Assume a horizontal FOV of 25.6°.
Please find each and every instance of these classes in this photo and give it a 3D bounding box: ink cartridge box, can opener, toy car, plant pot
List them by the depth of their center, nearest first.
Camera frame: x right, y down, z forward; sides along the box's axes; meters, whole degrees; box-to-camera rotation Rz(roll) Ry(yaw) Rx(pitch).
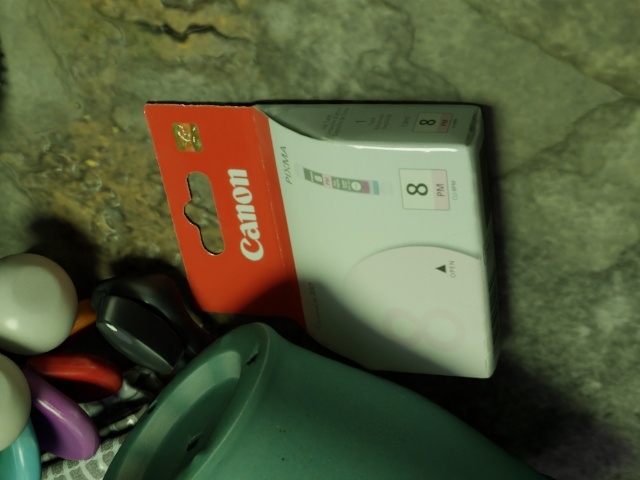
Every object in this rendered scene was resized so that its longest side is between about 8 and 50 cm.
[{"bbox_3d":[0.000,0.000,0.947,0.232,0.066,0.189,0,126,14],"label":"ink cartridge box"},{"bbox_3d":[-0.006,0.200,0.953,0.255,0.271,0.272,40,128,-16],"label":"plant pot"},{"bbox_3d":[-0.217,0.109,1.028,0.136,0.182,0.159,29,149,-14],"label":"toy car"},{"bbox_3d":[-0.095,0.087,1.046,0.059,0.073,0.186,-19,132,43],"label":"can opener"}]

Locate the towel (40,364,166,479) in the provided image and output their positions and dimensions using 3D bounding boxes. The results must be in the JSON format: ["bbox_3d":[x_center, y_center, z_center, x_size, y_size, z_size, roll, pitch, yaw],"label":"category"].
[{"bbox_3d":[-0.144,0.258,1.151,0.235,0.121,0.283,-27,114,32],"label":"towel"}]
